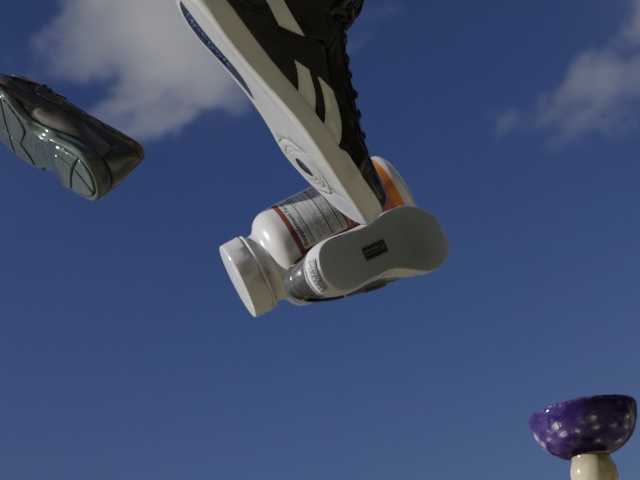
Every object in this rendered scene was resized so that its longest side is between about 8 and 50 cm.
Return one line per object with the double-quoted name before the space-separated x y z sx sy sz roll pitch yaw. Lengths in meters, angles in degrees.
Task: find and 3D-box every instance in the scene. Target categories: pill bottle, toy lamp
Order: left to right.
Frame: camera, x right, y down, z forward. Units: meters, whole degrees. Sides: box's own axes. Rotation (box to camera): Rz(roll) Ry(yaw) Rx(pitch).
"pill bottle" 0.000 0.000 1.435 0.216 0.121 0.121 -27 -25 -10
"toy lamp" 0.182 0.234 0.749 0.080 0.274 0.080 -7 -25 -3

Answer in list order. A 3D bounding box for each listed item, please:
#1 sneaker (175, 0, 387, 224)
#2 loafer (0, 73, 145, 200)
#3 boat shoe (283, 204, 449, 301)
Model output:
"sneaker" 0.009 -0.125 0.878 0.121 0.217 0.079 -42 19 -13
"loafer" -0.321 -0.136 1.522 0.084 0.267 0.096 -34 -37 -31
"boat shoe" 0.048 0.022 1.335 0.076 0.080 0.228 -24 -2 41
